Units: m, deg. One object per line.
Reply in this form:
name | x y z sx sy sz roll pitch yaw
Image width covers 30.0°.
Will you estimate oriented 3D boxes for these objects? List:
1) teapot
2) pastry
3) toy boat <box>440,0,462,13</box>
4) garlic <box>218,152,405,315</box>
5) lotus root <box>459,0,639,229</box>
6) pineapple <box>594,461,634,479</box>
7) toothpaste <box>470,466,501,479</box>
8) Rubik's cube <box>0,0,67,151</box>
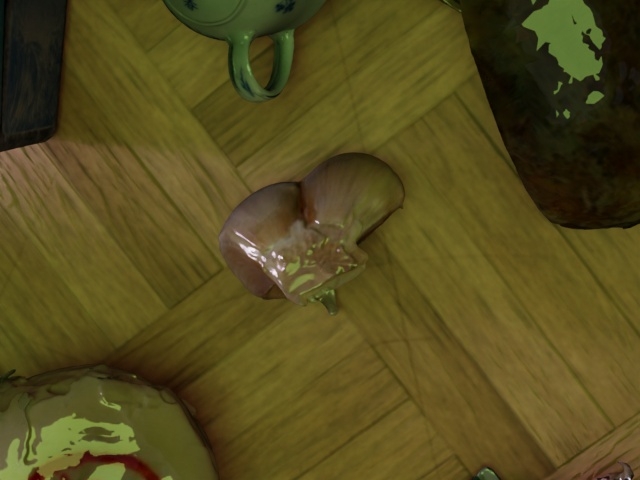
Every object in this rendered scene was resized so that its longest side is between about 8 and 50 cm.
teapot | -0.077 -0.227 0.982 0.159 0.159 0.232 -18 108 10
pastry | -0.207 0.231 1.072 0.264 0.133 0.265 0 93 -7
toy boat | 0.060 -0.268 1.010 0.200 0.077 0.057 38 102 1
garlic | -0.003 -0.006 1.054 0.174 0.099 0.124 -32 74 6
lotus root | 0.224 -0.164 0.956 0.210 0.142 0.314 -26 89 25
pineapple | 0.216 0.389 0.952 0.352 0.352 0.300 -38 88 11
toothpaste | 0.090 0.285 1.108 0.204 0.031 0.049 -38 92 8
Rubik's cube | -0.391 -0.234 0.957 0.316 0.313 0.318 9 100 7
